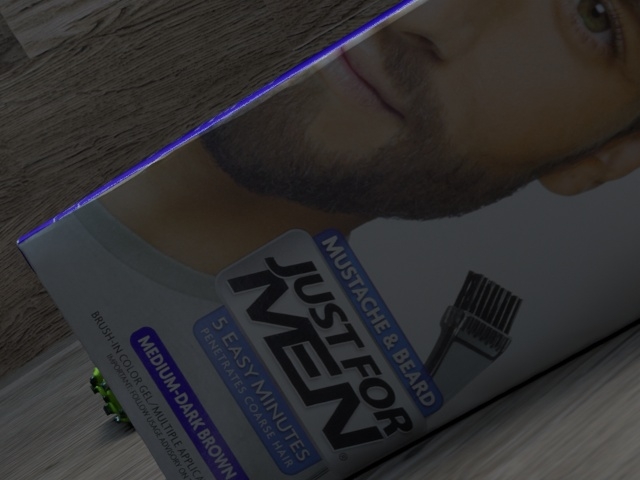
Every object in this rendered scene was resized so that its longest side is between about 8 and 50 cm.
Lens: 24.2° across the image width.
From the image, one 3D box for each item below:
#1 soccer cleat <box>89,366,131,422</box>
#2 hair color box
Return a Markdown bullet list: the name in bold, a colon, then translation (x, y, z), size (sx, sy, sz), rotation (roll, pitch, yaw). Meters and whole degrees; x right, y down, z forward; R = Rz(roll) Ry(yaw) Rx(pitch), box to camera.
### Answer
- **soccer cleat**: translation (-0.166, 0.125, 1.338), size (0.072, 0.060, 0.179), rotation (-31, 2, -12)
- **hair color box**: translation (0.045, -0.013, 0.740), size (0.339, 0.185, 0.110), rotation (-31, 5, 10)
